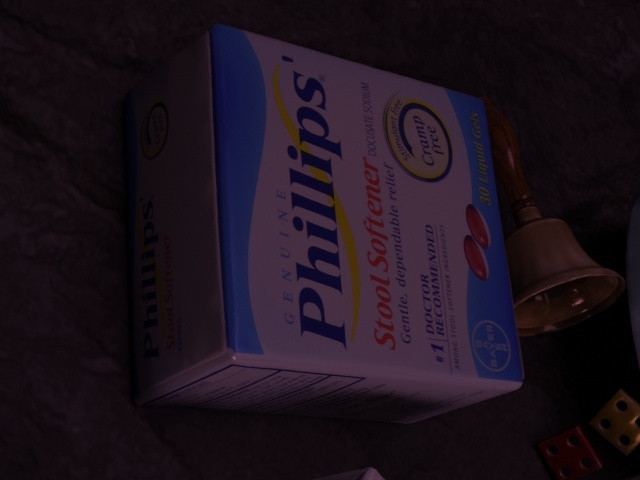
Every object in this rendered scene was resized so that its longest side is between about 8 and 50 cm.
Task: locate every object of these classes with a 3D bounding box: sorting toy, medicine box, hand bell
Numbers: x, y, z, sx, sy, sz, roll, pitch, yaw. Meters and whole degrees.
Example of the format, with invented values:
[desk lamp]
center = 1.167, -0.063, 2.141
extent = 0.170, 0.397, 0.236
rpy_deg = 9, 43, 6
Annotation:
[sorting toy]
center = 0.305, 0.276, 1.145
extent = 0.274, 0.132, 0.046
rpy_deg = 63, 27, 0
[medicine box]
center = 0.000, 0.000, 1.011
extent = 0.289, 0.149, 0.263
rpy_deg = 10, 66, -37
[hand bell]
center = 0.198, -0.039, 1.238
extent = 0.126, 0.126, 0.242
rpy_deg = 4, 56, -38

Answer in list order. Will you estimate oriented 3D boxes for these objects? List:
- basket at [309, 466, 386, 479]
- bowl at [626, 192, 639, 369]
[basket]
center = 0.006, 0.270, 0.927
extent = 0.103, 0.113, 0.167
rpy_deg = 46, 50, -17
[bowl]
center = 0.433, 0.086, 1.244
extent = 0.311, 0.163, 0.311
rpy_deg = 28, 57, -54
